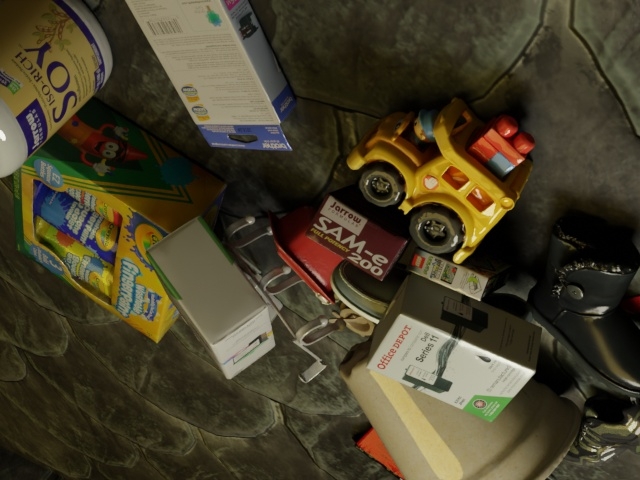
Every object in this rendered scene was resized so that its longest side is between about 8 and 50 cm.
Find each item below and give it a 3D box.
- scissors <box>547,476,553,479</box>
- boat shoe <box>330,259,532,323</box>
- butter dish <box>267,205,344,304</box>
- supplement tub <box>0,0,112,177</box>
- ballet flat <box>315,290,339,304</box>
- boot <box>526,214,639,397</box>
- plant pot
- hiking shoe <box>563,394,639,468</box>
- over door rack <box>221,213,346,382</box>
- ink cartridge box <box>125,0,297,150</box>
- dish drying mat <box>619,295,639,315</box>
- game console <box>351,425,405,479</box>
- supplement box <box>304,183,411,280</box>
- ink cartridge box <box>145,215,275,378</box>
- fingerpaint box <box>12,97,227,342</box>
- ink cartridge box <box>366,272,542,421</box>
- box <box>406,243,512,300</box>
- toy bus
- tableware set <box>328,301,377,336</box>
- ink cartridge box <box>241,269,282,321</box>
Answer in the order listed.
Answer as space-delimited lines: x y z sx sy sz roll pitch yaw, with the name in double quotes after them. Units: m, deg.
0.337 0.388 1.851 0.297 0.021 0.109 43 144 -14 "scissors"
0.171 0.082 1.435 0.319 0.116 0.099 21 144 10 "boat shoe"
0.000 0.000 1.576 0.160 0.118 0.160 48 -171 -22 "butter dish"
-0.524 -0.252 1.515 0.241 0.331 0.241 23 145 17 "supplement tub"
0.030 0.078 1.681 0.203 0.074 0.074 -15 123 50 "ballet flat"
0.407 0.093 1.320 0.246 0.094 0.207 41 153 23 "boot"
0.207 0.262 1.573 0.305 0.334 0.334 52 145 -4 "plant pot"
0.475 0.310 1.587 0.114 0.086 0.227 53 139 -3 "hiking shoe"
-0.062 0.101 1.686 0.239 0.108 0.324 54 168 17 "over door rack"
-0.157 -0.273 1.412 0.185 0.065 0.311 5 134 37 "ink cartridge box"
0.468 0.093 1.369 0.032 0.008 0.083 47 145 -16 "dish drying mat"
0.153 0.470 2.117 0.144 0.085 0.124 37 116 -3 "game console"
0.069 -0.018 1.393 0.130 0.073 0.239 31 -169 7 "supplement box"
-0.184 0.107 1.637 0.201 0.117 0.278 52 168 16 "ink cartridge box"
-0.407 -0.037 1.836 0.371 0.163 0.445 33 147 4 "fingerpaint box"
0.189 0.155 1.352 0.208 0.087 0.153 23 137 -1 "ink cartridge box"
0.209 0.040 1.380 0.114 0.207 0.036 23 101 17 "box"
0.178 -0.113 1.260 0.220 0.149 0.211 40 134 -3 "toy bus"
0.113 0.183 1.767 0.194 0.039 0.128 37 147 -3 "tableware set"
-0.185 0.145 1.945 0.139 0.082 0.190 40 148 -8 "ink cartridge box"
